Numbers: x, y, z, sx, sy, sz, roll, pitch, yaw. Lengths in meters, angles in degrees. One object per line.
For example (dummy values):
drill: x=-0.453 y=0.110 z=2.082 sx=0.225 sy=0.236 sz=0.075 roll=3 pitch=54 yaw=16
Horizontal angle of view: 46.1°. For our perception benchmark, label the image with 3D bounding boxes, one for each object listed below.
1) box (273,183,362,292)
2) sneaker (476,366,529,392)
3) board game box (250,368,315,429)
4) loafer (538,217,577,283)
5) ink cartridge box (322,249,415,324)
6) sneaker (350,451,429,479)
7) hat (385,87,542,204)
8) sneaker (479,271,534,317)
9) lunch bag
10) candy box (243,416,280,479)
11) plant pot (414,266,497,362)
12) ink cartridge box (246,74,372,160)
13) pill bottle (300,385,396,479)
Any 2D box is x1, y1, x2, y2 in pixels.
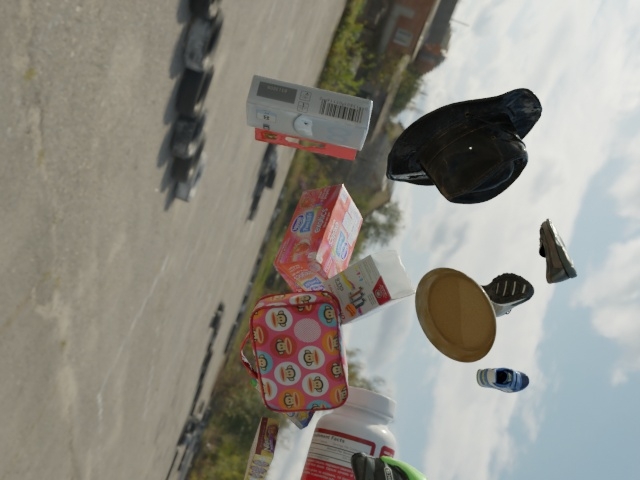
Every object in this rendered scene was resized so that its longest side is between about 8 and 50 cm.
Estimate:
box: x=0.000 y=0.000 z=2.152 sx=0.154 sy=0.142 sz=0.300 roll=56 pitch=39 yaw=-36
sneaker: x=0.427 y=0.318 z=1.713 sx=0.059 sy=0.144 sz=0.053 roll=-32 pitch=-125 yaw=57
board game box: x=-0.088 y=0.392 z=2.027 sx=0.035 sy=0.201 sz=0.136 roll=-10 pitch=131 yaw=-55
loafer: x=0.651 y=0.027 z=2.134 sx=0.084 sy=0.096 sz=0.267 roll=-30 pitch=-155 yaw=19
ink cartridge box: x=0.123 y=0.121 z=1.927 sx=0.176 sy=0.128 sz=0.127 roll=-33 pitch=166 yaw=36
sneaker: x=0.001 y=0.569 z=1.243 sx=0.483 sy=0.202 sz=0.185 roll=-54 pitch=165 yaw=-15
hat: x=0.299 y=-0.148 z=1.461 sx=0.331 sy=0.331 sz=0.134 roll=114 pitch=-40 yaw=-60
sneaker: x=0.528 y=0.168 z=2.186 sx=0.271 sy=0.108 sz=0.100 roll=-28 pitch=-141 yaw=59
lunch bag: x=-0.067 y=0.276 z=1.841 sx=0.120 sy=0.258 sz=0.293 roll=-83 pitch=168 yaw=-76
candy box: x=-0.153 y=0.551 z=1.942 sx=0.187 sy=0.053 sz=0.109 roll=107 pitch=-5 yaw=-47
plant pot: x=0.322 y=0.172 z=1.767 sx=0.032 sy=0.236 sz=0.236 roll=-21 pitch=146 yaw=-39
ink cartridge box: x=-0.040 y=-0.288 z=2.018 sx=0.385 sy=0.308 sz=0.091 roll=105 pitch=-3 yaw=-72
pill bottle: x=0.072 y=0.611 z=2.016 sx=0.229 sy=0.229 sz=0.408 roll=117 pitch=-9 yaw=-71
